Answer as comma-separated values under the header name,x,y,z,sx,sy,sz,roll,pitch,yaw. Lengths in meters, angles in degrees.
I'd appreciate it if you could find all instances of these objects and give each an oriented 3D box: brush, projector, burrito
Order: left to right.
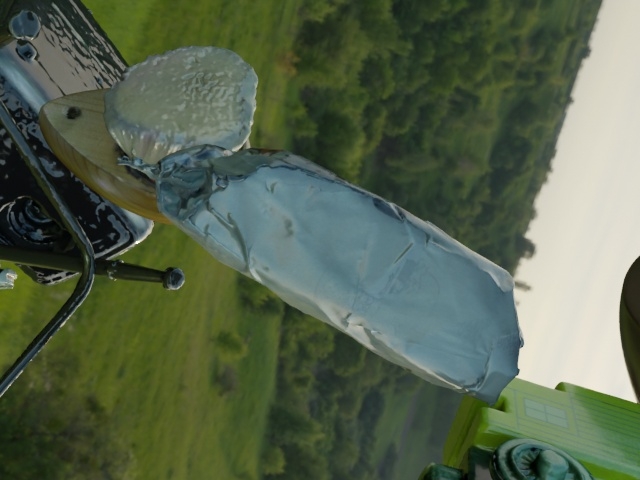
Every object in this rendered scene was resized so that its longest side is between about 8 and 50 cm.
name,x,y,z,sx,sy,sz,roll,pitch,yaw
projector,-0.441,-0.205,1.330,0.395,0.242,0.405,54,17,-36
brush,-0.208,-0.133,0.969,0.166,0.267,0.174,101,1,-61
burrito,0.019,0.012,0.797,0.139,0.446,0.101,-59,-165,4

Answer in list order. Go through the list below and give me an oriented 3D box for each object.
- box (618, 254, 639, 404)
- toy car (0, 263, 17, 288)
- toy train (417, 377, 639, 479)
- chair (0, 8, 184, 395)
name,x,y,z,sx,sy,sz,roll,pitch,yaw
box,0.523,0.123,1.043,0.216,0.301,0.301,58,43,-32
toy car,-0.588,0.048,1.316,0.095,0.205,0.056,155,-59,-67
toy train,0.316,0.282,0.871,0.272,0.443,0.179,-68,175,-66
chair,-0.458,0.012,0.856,0.364,0.410,0.361,-56,141,-33
